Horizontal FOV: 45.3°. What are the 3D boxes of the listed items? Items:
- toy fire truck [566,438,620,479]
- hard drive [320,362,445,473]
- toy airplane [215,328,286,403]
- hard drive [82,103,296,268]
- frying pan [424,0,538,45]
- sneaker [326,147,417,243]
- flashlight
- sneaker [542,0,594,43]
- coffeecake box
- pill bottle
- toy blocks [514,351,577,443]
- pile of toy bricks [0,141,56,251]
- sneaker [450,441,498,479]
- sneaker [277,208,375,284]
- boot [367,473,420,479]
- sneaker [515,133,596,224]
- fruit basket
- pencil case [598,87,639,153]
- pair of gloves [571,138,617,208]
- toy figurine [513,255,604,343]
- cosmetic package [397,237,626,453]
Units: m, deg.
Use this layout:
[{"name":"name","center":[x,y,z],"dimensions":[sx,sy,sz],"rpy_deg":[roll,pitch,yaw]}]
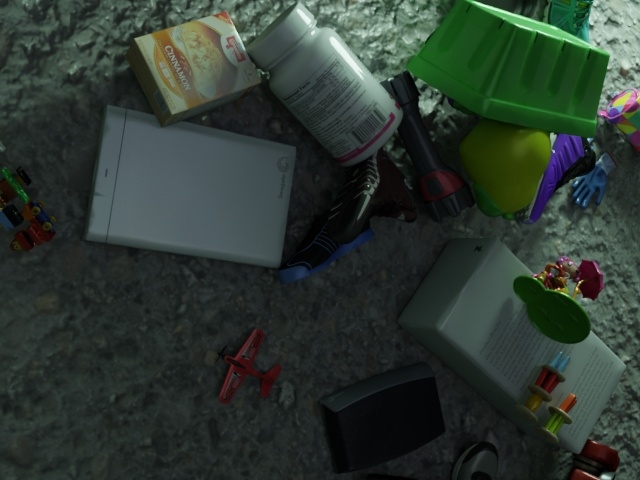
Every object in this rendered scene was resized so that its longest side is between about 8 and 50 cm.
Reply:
[{"name":"toy fire truck","center":[0.645,0.550,1.645],"dimensions":[0.170,0.253,0.302],"rpy_deg":[-67,152,-10]},{"name":"hard drive","center":[0.134,0.357,1.537],"dimensions":[0.254,0.054,0.172],"rpy_deg":[-14,96,-25]},{"name":"toy airplane","center":[-0.128,0.241,1.426],"dimensions":[0.151,0.028,0.151],"rpy_deg":[-1,92,-25]},{"name":"hard drive","center":[-0.224,-0.088,1.367],"dimensions":[0.352,0.047,0.233],"rpy_deg":[10,86,-25]},{"name":"frying pan","center":[0.354,-0.485,1.636],"dimensions":[0.197,0.053,0.326],"rpy_deg":[34,78,-22]},{"name":"sneaker","center":[0.117,-0.064,1.439],"dimensions":[0.162,0.106,0.281],"rpy_deg":[40,42,-19]},{"name":"flashlight","center":[0.210,-0.192,1.551],"dimensions":[0.103,0.103,0.304],"rpy_deg":[-28,98,-18]},{"name":"sneaker","center":[0.563,-0.531,1.703],"dimensions":[0.107,0.110,0.276],"rpy_deg":[-9,95,-25]},{"name":"coffeecake box","center":[-0.219,-0.299,1.332],"dimensions":[0.185,0.068,0.142],"rpy_deg":[-27,91,-30]},{"name":"pill bottle","center":[0.007,-0.287,1.412],"dimensions":[0.283,0.160,0.160],"rpy_deg":[46,72,-19]},{"name":"toy blocks","center":[0.466,0.307,1.516],"dimensions":[0.123,0.054,0.148],"rpy_deg":[46,73,-18]},{"name":"pile of toy bricks","center":[-0.521,-0.064,1.206],"dimensions":[0.105,0.118,0.212],"rpy_deg":[-26,114,10]},{"name":"sneaker","center":[0.320,0.556,1.600],"dimensions":[0.100,0.108,0.272],"rpy_deg":[25,79,-22]},{"name":"sneaker","center":[0.000,0.000,1.456],"dimensions":[0.232,0.081,0.091],"rpy_deg":[-31,99,-33]},{"name":"boot","center":[0.076,0.671,1.461],"dimensions":[0.366,0.146,0.446],"rpy_deg":[18,85,-33]},{"name":"sneaker","center":[0.527,-0.162,1.674],"dimensions":[0.146,0.102,0.294],"rpy_deg":[20,82,-7]},{"name":"fruit basket","center":[0.362,-0.248,1.519],"dimensions":[0.391,0.283,0.392],"rpy_deg":[-18,131,-23]},{"name":"pencil case","center":[0.771,-0.259,1.815],"dimensions":[0.236,0.104,0.104],"rpy_deg":[37,75,-19]},{"name":"pair of gloves","center":[0.606,-0.174,1.776],"dimensions":[0.159,0.023,0.198],"rpy_deg":[-46,107,-16]},{"name":"toy figurine","center":[0.485,0.089,1.514],"dimensions":[0.173,0.130,0.159],"rpy_deg":[43,56,6]},{"name":"cosmetic package","center":[0.406,0.219,1.606],"dimensions":[0.453,0.161,0.230],"rpy_deg":[42,73,-20]}]
